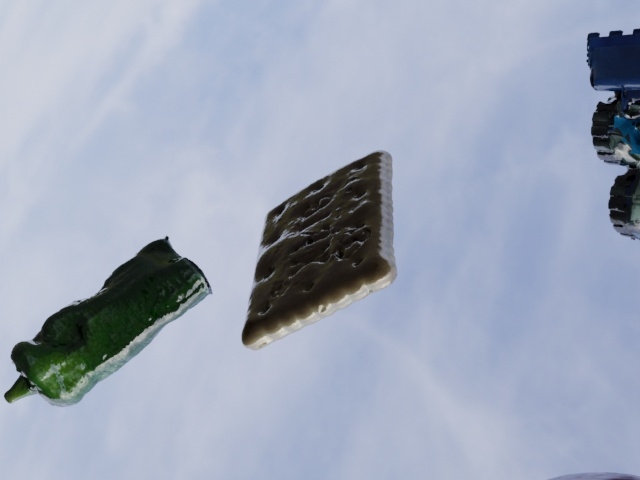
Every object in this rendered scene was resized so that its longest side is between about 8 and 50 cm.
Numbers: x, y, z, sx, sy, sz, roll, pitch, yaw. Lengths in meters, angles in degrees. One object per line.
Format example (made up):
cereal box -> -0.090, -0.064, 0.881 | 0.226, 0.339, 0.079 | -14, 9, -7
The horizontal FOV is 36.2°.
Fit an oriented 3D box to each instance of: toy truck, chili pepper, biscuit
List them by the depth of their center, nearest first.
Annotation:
toy truck -> 0.325, -0.102, 0.881 | 0.126, 0.208, 0.113 | -30, -158, -28
chili pepper -> -0.264, 0.108, 1.179 | 0.270, 0.099, 0.136 | -35, -134, -15
biscuit -> 0.000, 0.000, 1.256 | 0.217, 0.044, 0.324 | -26, -154, 19

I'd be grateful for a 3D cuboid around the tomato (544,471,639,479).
tomato -> 0.084, 0.151, 0.295 | 0.167, 0.167, 0.167 | -34, -139, 36
